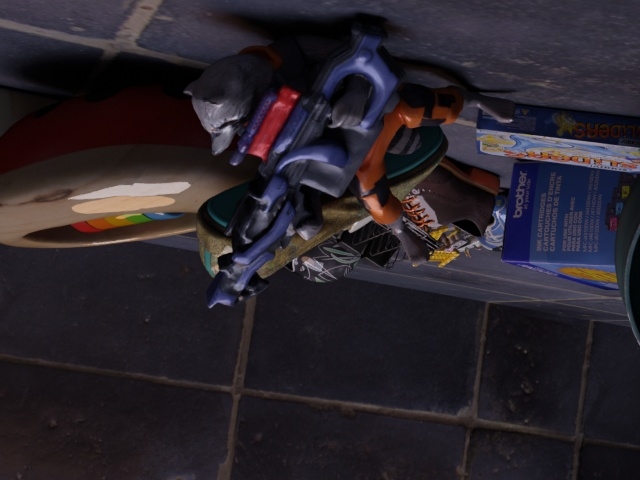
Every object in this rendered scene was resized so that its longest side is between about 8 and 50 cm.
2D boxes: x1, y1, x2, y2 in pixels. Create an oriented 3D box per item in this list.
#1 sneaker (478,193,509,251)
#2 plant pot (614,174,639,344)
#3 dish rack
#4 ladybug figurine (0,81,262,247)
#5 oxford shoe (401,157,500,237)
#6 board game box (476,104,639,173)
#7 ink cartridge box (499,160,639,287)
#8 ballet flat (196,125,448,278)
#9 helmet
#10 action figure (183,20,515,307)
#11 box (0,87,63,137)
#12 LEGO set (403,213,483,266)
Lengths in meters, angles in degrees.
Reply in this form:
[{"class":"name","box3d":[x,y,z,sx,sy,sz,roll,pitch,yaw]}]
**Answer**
[{"class":"sneaker","box3d":[0.288,-0.037,1.992,0.081,0.080,0.211,16,163,-6]},{"class":"plant pot","box3d":[0.439,-0.005,1.301,0.293,0.293,0.196,9,-159,-6]},{"class":"dish rack","box3d":[0.080,-0.037,2.008,0.208,0.074,0.271,31,162,-15]},{"class":"ladybug figurine","box3d":[-0.244,-0.093,1.544,0.449,0.161,0.305,-9,172,27]},{"class":"oxford shoe","box3d":[0.148,-0.067,1.748,0.271,0.098,0.097,13,172,-34]},{"class":"board game box","box3d":[0.280,-0.117,1.415,0.201,0.035,0.136,8,174,9]},{"class":"ink cartridge box","box3d":[0.431,-0.014,1.653,0.270,0.151,0.395,14,173,-42]},{"class":"ballet flat","box3d":[0.002,-0.045,1.434,0.349,0.123,0.123,-26,-165,-33]},{"class":"helmet","box3d":[0.000,0.000,2.279,0.169,0.169,0.161,14,-172,-41]},{"class":"action figure","box3d":[-0.004,-0.085,1.272,0.330,0.341,0.178,22,-152,-35]},{"class":"box","box3d":[-0.364,-0.129,1.769,0.311,0.121,0.148,10,174,-17]},{"class":"LEGO set","box3d":[0.191,-0.036,2.152,0.132,0.107,0.287,-29,159,11]}]
